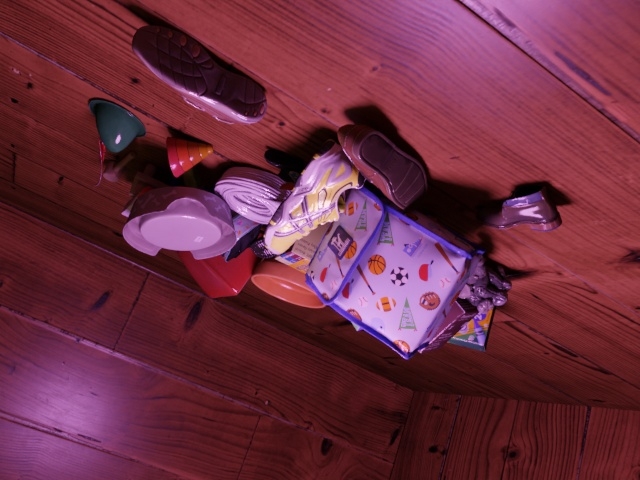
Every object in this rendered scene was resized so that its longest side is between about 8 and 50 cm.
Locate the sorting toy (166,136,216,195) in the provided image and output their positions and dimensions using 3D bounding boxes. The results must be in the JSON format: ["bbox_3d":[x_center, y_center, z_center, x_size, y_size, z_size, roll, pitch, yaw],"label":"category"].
[{"bbox_3d":[-0.363,-0.213,1.863,0.126,0.127,0.365,-12,159,2],"label":"sorting toy"}]

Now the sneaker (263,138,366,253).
[{"bbox_3d":[-0.025,-0.079,1.556,0.147,0.145,0.384,35,130,-3],"label":"sneaker"}]

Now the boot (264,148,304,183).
[{"bbox_3d":[-0.102,-0.203,1.670,0.121,0.045,0.099,15,157,-5],"label":"boot"}]

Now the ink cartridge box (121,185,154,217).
[{"bbox_3d":[-0.546,-0.090,2.014,0.189,0.066,0.232,30,160,-25],"label":"ink cartridge box"}]

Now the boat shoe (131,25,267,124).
[{"bbox_3d":[-0.279,-0.354,1.348,0.324,0.123,0.116,32,159,-25],"label":"boat shoe"}]

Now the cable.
[{"bbox_3d":[-0.200,-0.140,1.867,0.257,0.089,0.257,26,160,-12],"label":"cable"}]

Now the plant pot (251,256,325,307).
[{"bbox_3d":[-0.084,0.101,2.208,0.291,0.203,0.291,19,160,7],"label":"plant pot"}]

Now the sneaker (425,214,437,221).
[{"bbox_3d":[0.228,-0.030,1.737,0.121,0.099,0.262,33,155,-14],"label":"sneaker"}]

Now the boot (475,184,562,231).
[{"bbox_3d":[0.459,-0.087,1.430,0.219,0.082,0.106,5,133,46],"label":"boot"}]

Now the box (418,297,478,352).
[{"bbox_3d":[0.369,0.229,1.921,0.168,0.203,0.167,5,-138,-56],"label":"box"}]

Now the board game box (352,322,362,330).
[{"bbox_3d":[0.246,0.165,1.934,0.214,0.046,0.317,-13,146,-31],"label":"board game box"}]

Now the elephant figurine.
[{"bbox_3d":[0.447,0.095,1.785,0.186,0.169,0.239,-36,124,27],"label":"elephant figurine"}]

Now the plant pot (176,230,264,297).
[{"bbox_3d":[-0.386,0.041,2.298,0.236,0.267,0.267,43,153,-21],"label":"plant pot"}]

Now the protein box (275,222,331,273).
[{"bbox_3d":[0.000,0.000,1.867,0.200,0.201,0.136,27,159,-19],"label":"protein box"}]

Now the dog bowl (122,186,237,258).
[{"bbox_3d":[-0.440,-0.053,1.901,0.349,0.102,0.348,-2,155,-1],"label":"dog bowl"}]

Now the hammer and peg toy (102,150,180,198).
[{"bbox_3d":[-0.596,-0.167,2.114,0.361,0.127,0.266,26,159,-16],"label":"hammer and peg toy"}]

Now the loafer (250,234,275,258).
[{"bbox_3d":[-0.149,-0.003,2.099,0.220,0.078,0.080,-22,112,30],"label":"loafer"}]

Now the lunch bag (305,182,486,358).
[{"bbox_3d":[0.170,0.064,1.573,0.385,0.327,0.239,35,-165,22],"label":"lunch bag"}]

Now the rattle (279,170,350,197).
[{"bbox_3d":[-0.017,-0.139,1.707,0.200,0.142,0.130,14,116,-5],"label":"rattle"}]

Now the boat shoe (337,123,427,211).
[{"bbox_3d":[0.153,-0.181,1.423,0.104,0.110,0.307,35,175,45],"label":"boat shoe"}]

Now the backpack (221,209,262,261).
[{"bbox_3d":[-0.296,-0.034,2.119,0.144,0.166,0.188,53,151,1],"label":"backpack"}]

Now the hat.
[{"bbox_3d":[-0.629,-0.281,1.770,0.173,0.183,0.208,10,158,24],"label":"hat"}]

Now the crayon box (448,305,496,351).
[{"bbox_3d":[0.431,0.242,2.076,0.323,0.203,0.083,11,158,24],"label":"crayon box"}]
